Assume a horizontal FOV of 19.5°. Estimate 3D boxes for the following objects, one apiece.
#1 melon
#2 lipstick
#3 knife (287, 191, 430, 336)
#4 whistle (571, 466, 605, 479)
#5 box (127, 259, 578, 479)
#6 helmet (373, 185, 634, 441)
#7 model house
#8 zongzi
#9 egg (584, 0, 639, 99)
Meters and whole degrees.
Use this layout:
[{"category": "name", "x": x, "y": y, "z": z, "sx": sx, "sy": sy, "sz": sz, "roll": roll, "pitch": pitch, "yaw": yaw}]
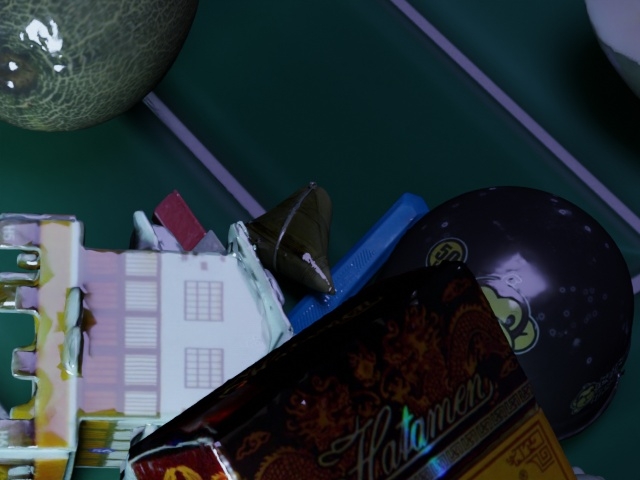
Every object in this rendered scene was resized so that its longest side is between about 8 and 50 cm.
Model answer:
[{"category": "melon", "x": -0.227, "y": -0.234, "z": 1.681, "sx": 0.237, "sy": 0.237, "sz": 0.301, "roll": 20, "pitch": 41, "yaw": 0}, {"category": "lipstick", "x": -0.055, "y": 0.079, "z": 1.542, "sx": 0.051, "sy": 0.051, "sz": 0.312, "roll": -28, "pitch": 67, "yaw": -21}, {"category": "knife", "x": 0.021, "y": 0.042, "z": 1.651, "sx": 0.044, "sy": 0.026, "sz": 0.296, "roll": 35, "pitch": 46, "yaw": 11}, {"category": "whistle", "x": 0.164, "y": 0.246, "z": 1.460, "sx": 0.244, "sy": 0.092, "sz": 0.110, "roll": -19, "pitch": 61, "yaw": -36}, {"category": "box", "x": 0.075, "y": 0.249, "z": 1.264, "sx": 0.264, "sy": 0.116, "sz": 0.415, "roll": -32, "pitch": 100, "yaw": -37}, {"category": "helmet", "x": 0.174, "y": 0.041, "z": 1.612, "sx": 0.230, "sy": 0.160, "sz": 0.279, "roll": 37, "pitch": 49, "yaw": 19}, {"category": "model house", "x": -0.142, "y": 0.091, "z": 1.391, "sx": 0.215, "sy": 0.224, "sz": 0.198, "roll": 0, "pitch": 71, "yaw": -10}, {"category": "zongzi", "x": 0.000, "y": 0.000, "z": 1.653, "sx": 0.113, "sy": 0.052, "sz": 0.104, "roll": 26, "pitch": 48, "yaw": 30}, {"category": "egg", "x": 0.444, "y": -0.197, "z": 1.895, "sx": 0.337, "sy": 0.201, "sz": 0.337, "roll": -9, "pitch": 43, "yaw": 9}]
